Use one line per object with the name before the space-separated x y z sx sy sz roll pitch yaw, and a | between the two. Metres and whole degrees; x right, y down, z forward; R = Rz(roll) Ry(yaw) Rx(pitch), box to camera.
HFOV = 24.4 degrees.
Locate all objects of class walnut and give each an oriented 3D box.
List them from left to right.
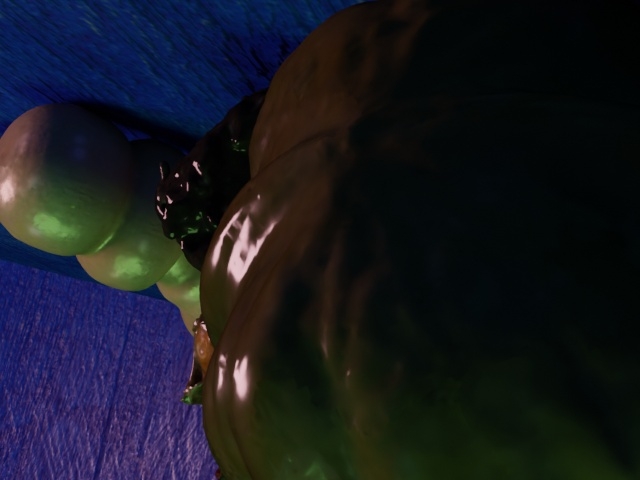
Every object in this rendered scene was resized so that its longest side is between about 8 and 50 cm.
walnut | 0.082 0.039 0.618 0.253 0.282 0.277 11 154 45

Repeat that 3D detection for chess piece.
chess piece | -0.130 -0.016 1.221 0.300 0.167 0.167 29 166 -31

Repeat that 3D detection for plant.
plant | -0.025 -0.027 0.906 0.142 0.131 0.203 44 -173 5

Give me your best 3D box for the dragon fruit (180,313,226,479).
dragon fruit | 0.069 0.108 1.109 0.342 0.277 0.277 0 177 -18
